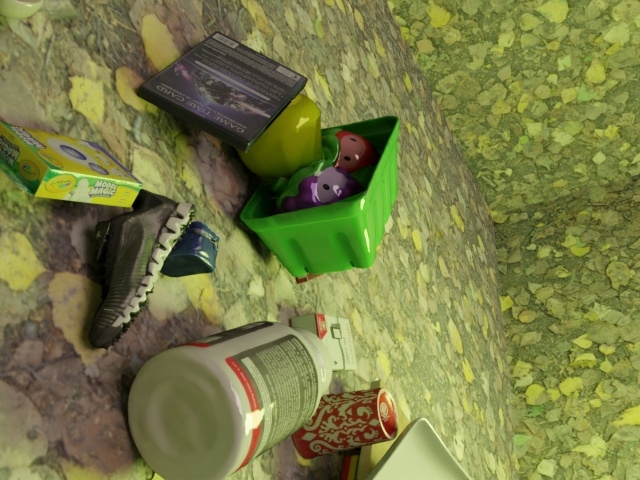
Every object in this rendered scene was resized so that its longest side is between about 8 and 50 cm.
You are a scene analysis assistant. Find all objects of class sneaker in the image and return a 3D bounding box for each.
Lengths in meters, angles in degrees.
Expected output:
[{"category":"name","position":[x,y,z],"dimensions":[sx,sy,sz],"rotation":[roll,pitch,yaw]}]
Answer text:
[{"category":"sneaker","position":[-0.257,0.027,0.886],"dimensions":[0.106,0.078,0.234],"rotation":[29,60,-11]}]

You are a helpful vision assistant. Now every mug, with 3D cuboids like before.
[{"category":"mug","position":[0.050,0.314,1.235],"dimensions":[0.113,0.169,0.150],"rotation":[63,27,-21]}]

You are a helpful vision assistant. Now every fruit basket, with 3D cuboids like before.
[{"category":"fruit basket","position":[-0.016,-0.162,1.294],"dimensions":[0.392,0.283,0.392],"rotation":[-8,90,-67]}]

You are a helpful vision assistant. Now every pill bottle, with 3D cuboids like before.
[{"category":"pill bottle","position":[-0.104,0.211,0.964],"dimensions":[0.318,0.176,0.176],"rotation":[-6,81,-65]}]

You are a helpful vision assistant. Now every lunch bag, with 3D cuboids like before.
[{"category":"lunch bag","position":[-0.194,0.009,0.990],"dimensions":[0.067,0.098,0.065],"rotation":[54,34,-55]}]

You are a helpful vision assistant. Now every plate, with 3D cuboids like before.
[{"category":"plate","position":[0.142,0.485,1.231],"dimensions":[0.277,0.045,0.278],"rotation":[-47,127,-16]}]

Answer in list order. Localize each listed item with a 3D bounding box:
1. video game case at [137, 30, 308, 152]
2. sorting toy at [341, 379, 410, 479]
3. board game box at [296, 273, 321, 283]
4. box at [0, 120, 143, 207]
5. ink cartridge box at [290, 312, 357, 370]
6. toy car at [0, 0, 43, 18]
[{"category":"video game case","position":[-0.155,-0.263,1.159],"dimensions":[0.196,0.026,0.274],"rotation":[28,41,2]},{"category":"sorting toy","position":[0.125,0.469,1.395],"dimensions":[0.257,0.089,0.255],"rotation":[58,29,-30]},{"category":"board game box","position":[0.000,0.000,1.500],"dimensions":[0.281,0.027,0.145],"rotation":[-18,92,-66]},{"category":"box","position":[-0.312,-0.090,0.814],"dimensions":[0.105,0.043,0.179],"rotation":[39,16,21]},{"category":"ink cartridge box","position":[0.008,0.206,1.343],"dimensions":[0.150,0.063,0.109],"rotation":[20,57,-60]},{"category":"toy car","position":[-0.391,-0.349,0.777],"dimensions":[0.136,0.159,0.182],"rotation":[37,28,3]}]
